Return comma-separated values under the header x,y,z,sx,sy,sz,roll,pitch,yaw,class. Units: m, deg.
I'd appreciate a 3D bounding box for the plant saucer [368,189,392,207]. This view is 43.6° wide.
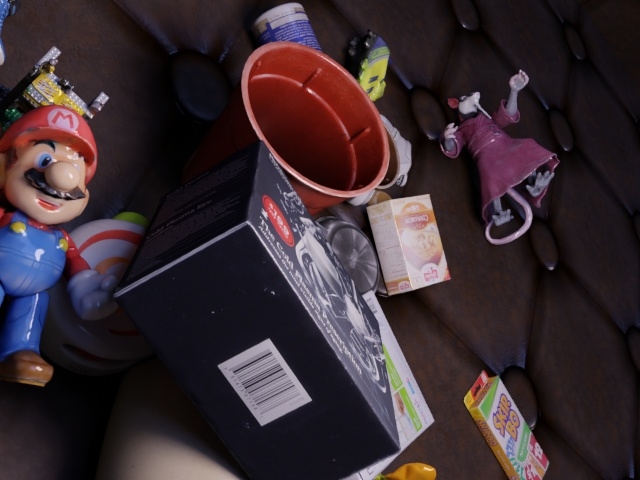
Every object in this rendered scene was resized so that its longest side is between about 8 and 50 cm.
x,y,z,sx,sy,sz,roll,pitch,yaw,class
0.134,-0.071,1.687,0.083,0.015,0.083,22,57,-38,plant saucer

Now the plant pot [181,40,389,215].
x,y,z,sx,sy,sz,roll,pitch,yaw,class
-0.078,-0.129,1.287,0.272,0.265,0.272,21,52,-30,plant pot

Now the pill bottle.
x,y,z,sx,sy,sz,roll,pitch,yaw,class
-0.051,-0.355,1.560,0.112,0.112,0.187,-20,86,-49,pill bottle

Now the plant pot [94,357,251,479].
x,y,z,sx,sy,sz,roll,pitch,yaw,class
-0.184,0.300,1.031,0.256,0.256,0.274,18,44,-40,plant pot

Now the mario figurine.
x,y,z,sx,sy,sz,roll,pitch,yaw,class
-0.323,-0.006,0.894,0.198,0.170,0.321,56,42,-69,mario figurine

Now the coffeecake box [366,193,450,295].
x,y,z,sx,sy,sz,roll,pitch,yaw,class
0.183,0.007,1.646,0.142,0.068,0.186,-11,86,-48,coffeecake box

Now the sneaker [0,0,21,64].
x,y,z,sx,sy,sz,roll,pitch,yaw,class
-0.465,-0.326,1.154,0.084,0.058,0.152,-20,80,-40,sneaker

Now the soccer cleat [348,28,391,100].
x,y,z,sx,sy,sz,roll,pitch,yaw,class
0.098,-0.335,1.723,0.121,0.093,0.289,45,45,-31,soccer cleat

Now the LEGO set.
x,y,z,sx,sy,sz,roll,pitch,yaw,class
-0.436,-0.182,1.010,0.331,0.192,0.255,51,43,-16,LEGO set

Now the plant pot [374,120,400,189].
x,y,z,sx,sy,sz,roll,pitch,yaw,class
0.035,-0.145,1.506,0.167,0.165,0.167,23,55,-37,plant pot

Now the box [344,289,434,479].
x,y,z,sx,sy,sz,roll,pitch,yaw,class
0.042,0.251,1.348,0.231,0.126,0.262,-27,92,-48,box

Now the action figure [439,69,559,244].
x,y,z,sx,sy,sz,roll,pitch,yaw,class
0.427,-0.224,1.938,0.276,0.248,0.370,67,-1,-52,action figure

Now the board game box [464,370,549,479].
x,y,z,sx,sy,sz,roll,pitch,yaw,class
0.401,0.413,1.717,0.259,0.039,0.124,57,41,-5,board game box

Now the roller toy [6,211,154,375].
x,y,z,sx,sy,sz,roll,pitch,yaw,class
-0.291,0.081,1.071,0.209,0.146,0.191,-28,87,-40,roller toy

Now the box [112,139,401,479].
x,y,z,sx,sy,sz,roll,pitch,yaw,class
-0.066,0.091,1.020,0.343,0.179,0.312,58,10,-21,box

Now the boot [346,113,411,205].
x,y,z,sx,sy,sz,roll,pitch,yaw,class
0.132,-0.148,1.660,0.123,0.095,0.258,35,48,-21,boot

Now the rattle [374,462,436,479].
x,y,z,sx,sy,sz,roll,pitch,yaw,class
0.089,0.451,1.298,0.199,0.142,0.130,-20,104,-55,rattle

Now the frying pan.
x,y,z,sx,sy,sz,roll,pitch,yaw,class
0.016,-0.011,1.515,0.197,0.053,0.326,-41,105,-49,frying pan
